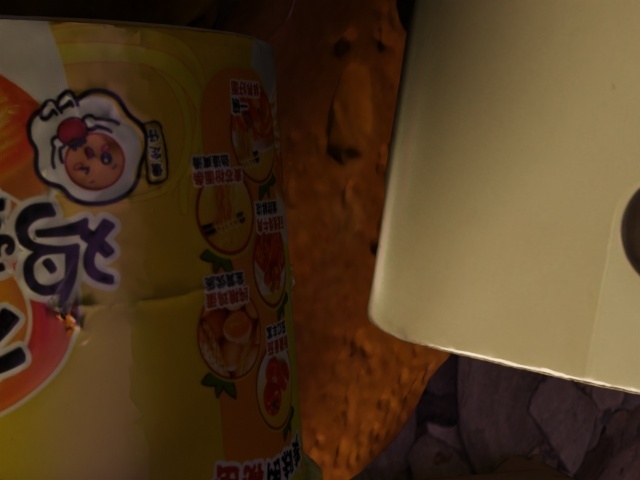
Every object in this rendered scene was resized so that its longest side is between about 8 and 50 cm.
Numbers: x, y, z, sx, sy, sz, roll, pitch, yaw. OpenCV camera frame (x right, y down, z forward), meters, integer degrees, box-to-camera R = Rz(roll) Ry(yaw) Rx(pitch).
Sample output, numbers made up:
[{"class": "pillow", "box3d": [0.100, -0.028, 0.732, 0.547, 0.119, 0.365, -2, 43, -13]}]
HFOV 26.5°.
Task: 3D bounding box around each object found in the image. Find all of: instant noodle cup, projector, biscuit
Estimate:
[{"class": "instant noodle cup", "box3d": [-0.121, 0.009, 0.589, 0.264, 0.264, 0.200, 0, 95, -37]}, {"class": "projector", "box3d": [0.180, -0.064, 0.765, 0.248, 0.248, 0.249, -24, 123, -69]}, {"class": "biscuit", "box3d": [0.000, 0.000, 0.844, 0.312, 0.057, 0.351, 5, 100, -52]}]

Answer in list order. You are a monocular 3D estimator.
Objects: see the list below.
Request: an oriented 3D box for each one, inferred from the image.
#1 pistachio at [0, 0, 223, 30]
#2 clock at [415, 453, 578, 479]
[{"class": "pistachio", "box3d": [-0.126, -0.130, 0.715, 0.189, 0.100, 0.110, 4, 100, -38]}, {"class": "clock", "box3d": [0.075, 0.316, 0.976, 0.284, 0.114, 0.310, 2, 102, -39]}]
